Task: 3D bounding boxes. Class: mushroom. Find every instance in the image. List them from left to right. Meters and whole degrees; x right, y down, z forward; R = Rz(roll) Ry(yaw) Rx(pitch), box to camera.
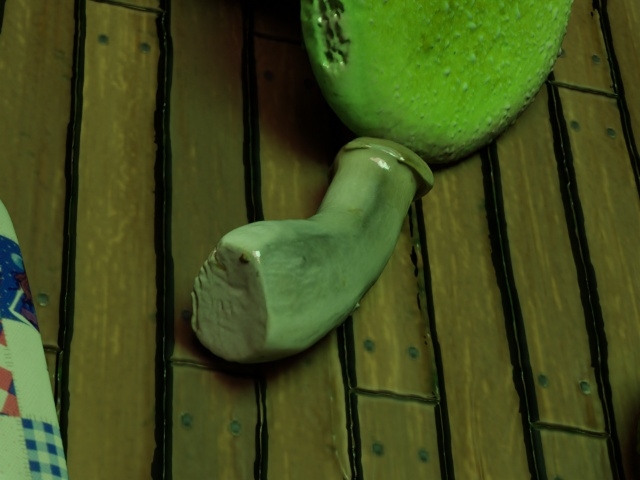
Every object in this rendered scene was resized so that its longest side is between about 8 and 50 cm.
[{"bbox_3d":[0.003,0.003,1.230,0.092,0.081,0.223,52,45,-2],"label":"mushroom"}]

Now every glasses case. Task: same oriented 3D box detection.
[{"bbox_3d":[-0.219,0.084,1.061,0.125,0.076,0.327,1,51,-25],"label":"glasses case"}]

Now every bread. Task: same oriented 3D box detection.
[{"bbox_3d":[0.097,-0.202,1.339,0.045,0.301,0.301,10,29,45],"label":"bread"}]

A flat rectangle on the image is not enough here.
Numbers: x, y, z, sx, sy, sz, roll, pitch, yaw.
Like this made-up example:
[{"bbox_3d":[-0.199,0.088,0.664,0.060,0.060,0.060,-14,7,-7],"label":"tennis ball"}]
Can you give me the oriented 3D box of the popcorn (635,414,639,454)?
[{"bbox_3d":[0.317,0.117,1.197,0.221,0.183,0.204,7,34,0],"label":"popcorn"}]
